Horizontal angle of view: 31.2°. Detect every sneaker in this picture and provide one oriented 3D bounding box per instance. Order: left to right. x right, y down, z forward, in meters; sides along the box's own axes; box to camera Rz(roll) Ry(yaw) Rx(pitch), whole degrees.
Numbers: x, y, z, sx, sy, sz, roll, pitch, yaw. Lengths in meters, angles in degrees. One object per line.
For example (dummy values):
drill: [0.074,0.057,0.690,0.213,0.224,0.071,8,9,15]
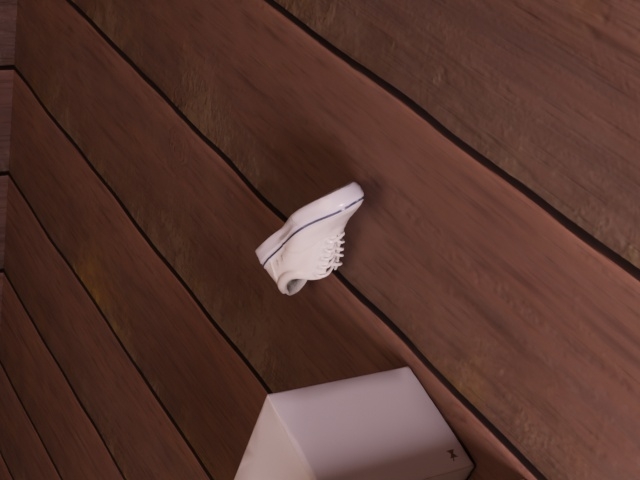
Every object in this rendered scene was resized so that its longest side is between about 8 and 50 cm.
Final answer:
sneaker: [0.000,0.000,1.554,0.091,0.094,0.258,58,149,5]

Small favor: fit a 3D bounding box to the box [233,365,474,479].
box: [0.012,0.349,1.468,0.168,0.215,0.345,57,140,36]
